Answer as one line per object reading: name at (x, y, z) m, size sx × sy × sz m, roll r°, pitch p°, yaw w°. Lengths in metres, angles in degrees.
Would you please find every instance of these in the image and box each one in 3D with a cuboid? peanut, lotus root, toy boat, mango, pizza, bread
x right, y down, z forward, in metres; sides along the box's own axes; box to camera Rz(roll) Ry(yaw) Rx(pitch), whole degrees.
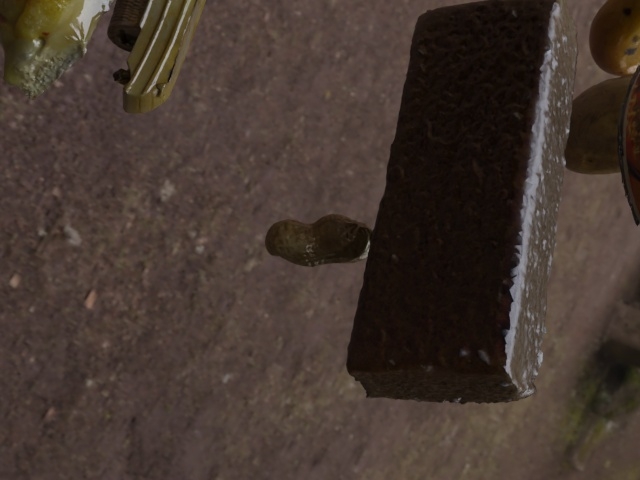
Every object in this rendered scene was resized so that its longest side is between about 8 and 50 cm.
peanut at (0.000, 0.000, 1.065) m, size 0.054 × 0.113 × 0.054 m, roll -2°, pitch 90°, yaw -89°
lotus root at (0.393, -0.149, 1.324) m, size 0.118 × 0.220 × 0.125 m, roll -1°, pitch 80°, yaw -48°
toy boat at (-0.227, -0.322, 1.462) m, size 0.089 × 0.115 × 0.310 m, roll 116°, pitch -9°, yaw -71°
mango at (0.457, -0.312, 1.555) m, size 0.178 × 0.115 × 0.090 m, roll 74°, pitch 8°, yaw -65°
pizza at (-0.254, -0.259, 1.021) m, size 0.204 × 0.188 × 0.080 m, roll -31°, pitch 138°, yaw 24°
bread at (0.146, -0.048, 1.019) m, size 0.113 × 0.165 × 0.417 m, roll 52°, pitch 46°, yaw -54°

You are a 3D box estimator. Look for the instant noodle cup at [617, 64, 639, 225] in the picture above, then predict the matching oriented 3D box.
instant noodle cup at (0.303, -0.059, 0.651) m, size 0.213 × 0.174 × 0.213 m, roll 6°, pitch 80°, yaw -38°
